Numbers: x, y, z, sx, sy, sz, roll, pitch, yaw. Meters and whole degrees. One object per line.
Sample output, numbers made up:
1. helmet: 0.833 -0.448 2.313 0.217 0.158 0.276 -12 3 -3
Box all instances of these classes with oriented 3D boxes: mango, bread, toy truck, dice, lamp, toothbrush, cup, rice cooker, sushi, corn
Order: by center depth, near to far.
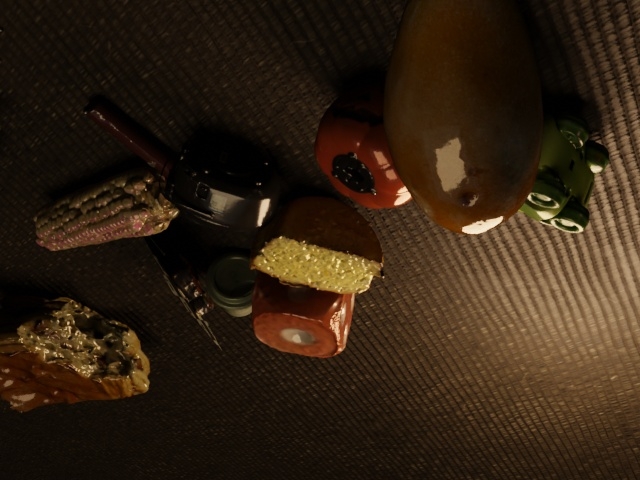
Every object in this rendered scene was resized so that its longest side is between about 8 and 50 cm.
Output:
1. mango: 0.184 -0.187 1.267 0.199 0.221 0.384 27 137 48
2. lamp: 0.090 -0.146 1.451 0.188 0.164 0.187 30 149 20
3. toy truck: 0.322 -0.103 1.465 0.187 0.148 0.211 30 164 -31
4. rice cooker: -0.165 -0.095 1.628 0.203 0.142 0.118 16 135 -6
5. toothbrush: -0.265 -0.129 1.699 0.041 0.040 0.364 -17 137 37
6. bread: 0.000 0.000 1.716 0.229 0.139 0.143 16 149 -18
7. corn: -0.401 -0.054 1.795 0.335 0.126 0.126 -10 141 36
8. dice: -0.027 0.108 1.860 0.175 0.179 0.174 10 148 12
9. sushi: -0.259 0.075 1.909 0.047 0.219 0.231 -33 139 -2
10. cup: -0.163 0.096 1.950 0.120 0.120 0.141 8 157 6
11. bread: -0.599 0.241 2.245 0.370 0.191 0.314 -8 138 9

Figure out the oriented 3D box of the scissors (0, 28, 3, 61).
1. scissors: -0.617 -0.343 1.512 0.248 0.017 0.144 18 148 -11
